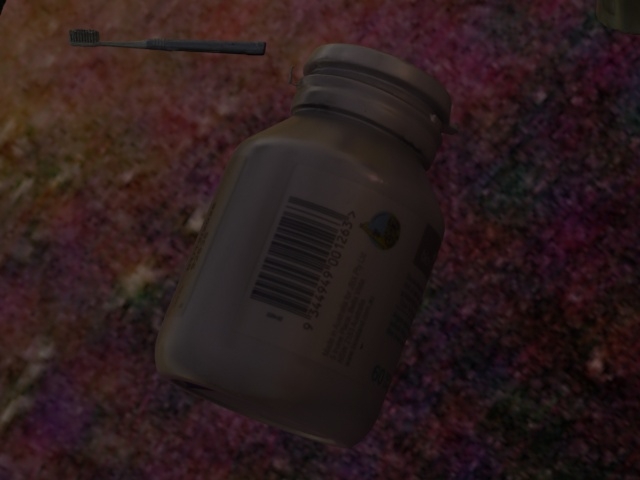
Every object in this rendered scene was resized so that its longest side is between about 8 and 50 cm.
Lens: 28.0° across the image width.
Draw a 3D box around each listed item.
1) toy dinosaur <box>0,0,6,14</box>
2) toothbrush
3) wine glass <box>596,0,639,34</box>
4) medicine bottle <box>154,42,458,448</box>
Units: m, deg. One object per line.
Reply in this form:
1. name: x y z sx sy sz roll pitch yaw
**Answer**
1. toy dinosaur: -0.247 -0.231 1.061 0.129 0.076 0.383 127 159 -83
2. toothbrush: -0.170 -0.221 1.432 0.016 0.219 0.019 -91 5 -52
3. wine glass: 0.253 -0.279 0.997 0.103 0.231 0.103 -7 38 6
4. medicine bottle: 0.000 0.000 0.751 0.135 0.135 0.215 6 70 51
